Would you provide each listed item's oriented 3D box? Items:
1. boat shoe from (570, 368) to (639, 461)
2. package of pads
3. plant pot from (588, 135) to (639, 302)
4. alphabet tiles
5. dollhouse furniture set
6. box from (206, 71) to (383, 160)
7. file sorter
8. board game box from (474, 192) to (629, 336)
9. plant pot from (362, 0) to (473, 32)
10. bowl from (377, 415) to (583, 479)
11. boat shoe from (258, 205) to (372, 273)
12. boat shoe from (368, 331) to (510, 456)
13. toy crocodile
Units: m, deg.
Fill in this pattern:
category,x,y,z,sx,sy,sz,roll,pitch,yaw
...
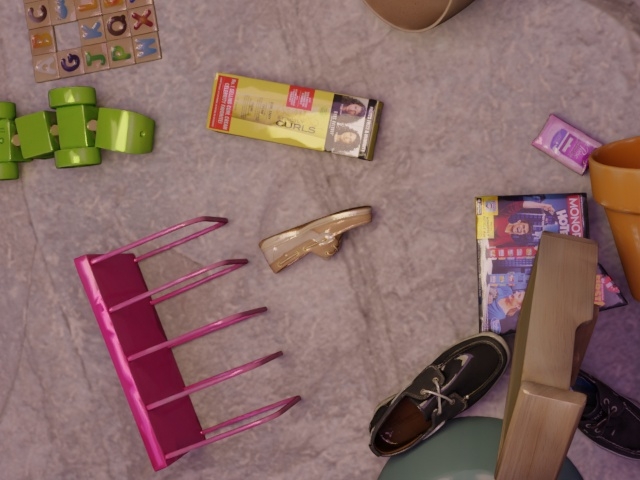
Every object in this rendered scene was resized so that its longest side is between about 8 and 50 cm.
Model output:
category,x,y,z,sx,sy,sz,roll,pitch,yaw
boat shoe,0.351,0.213,1.435,0.228,0.076,0.080,40,99,8
package of pads,0.327,-0.127,1.457,0.083,0.032,0.050,33,100,9
plant pot,0.445,-0.023,1.364,0.205,0.205,0.187,-5,106,11
alphabet tiles,-0.342,-0.363,1.599,0.198,0.009,0.237,-9,90,12
dollhouse furniture set,0.418,0.165,1.232,0.394,0.256,0.362,12,136,8
box,-0.035,-0.172,1.515,0.232,0.058,0.087,13,94,11
file sorter,-0.167,0.126,1.478,0.182,0.202,0.290,-22,87,8
board game box,0.305,0.035,1.450,0.194,0.060,0.194,-1,91,11
plant pot,0.157,-0.429,1.389,0.191,0.284,0.284,-26,85,-22
bowl,0.203,0.396,1.426,0.312,0.163,0.311,0,91,12
boat shoe,0.000,0.000,1.513,0.170,0.063,0.059,-20,90,20
boat shoe,0.156,0.208,1.448,0.233,0.079,0.084,-41,90,23
toy crocodile,-0.404,-0.150,1.577,0.341,0.105,0.115,-6,90,16
